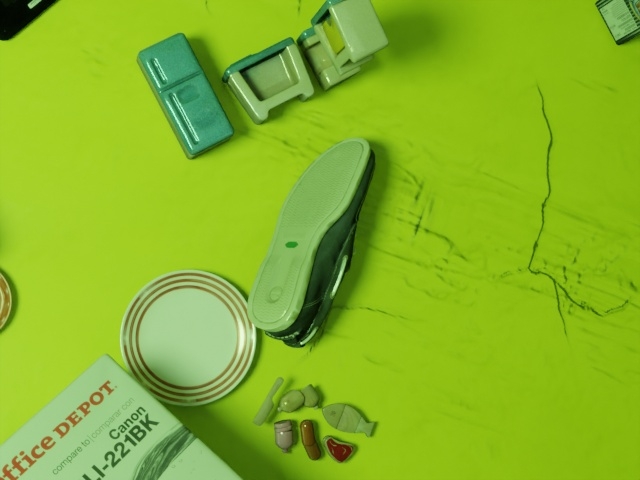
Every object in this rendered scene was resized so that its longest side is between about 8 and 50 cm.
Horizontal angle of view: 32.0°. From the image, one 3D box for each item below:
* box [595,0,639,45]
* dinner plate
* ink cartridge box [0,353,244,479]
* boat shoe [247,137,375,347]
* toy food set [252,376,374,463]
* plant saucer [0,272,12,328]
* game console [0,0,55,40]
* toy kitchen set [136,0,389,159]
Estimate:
[{"bbox_3d":[0.445,-0.309,1.182,0.216,0.270,0.060,-28,91,-13],"label":"box"},{"bbox_3d":[-0.137,0.101,1.163,0.141,0.017,0.141,1,86,-13],"label":"dinner plate"},{"bbox_3d":[-0.180,0.271,1.035,0.273,0.114,0.197,41,54,7],"label":"ink cartridge box"},{"bbox_3d":[0.000,0.000,1.180,0.079,0.084,0.233,39,69,-45],"label":"boat shoe"},{"bbox_3d":[-0.010,0.196,1.184,0.122,0.019,0.078,33,81,-16],"label":"toy food set"},{"bbox_3d":[-0.353,0.061,1.122,0.083,0.013,0.084,1,85,-11],"label":"plant saucer"},{"bbox_3d":[-0.324,-0.286,1.152,0.122,0.071,0.107,-43,125,-10],"label":"game console"},{"bbox_3d":[-0.063,-0.190,1.121,0.207,0.166,0.122,-29,93,-12],"label":"toy kitchen set"}]
